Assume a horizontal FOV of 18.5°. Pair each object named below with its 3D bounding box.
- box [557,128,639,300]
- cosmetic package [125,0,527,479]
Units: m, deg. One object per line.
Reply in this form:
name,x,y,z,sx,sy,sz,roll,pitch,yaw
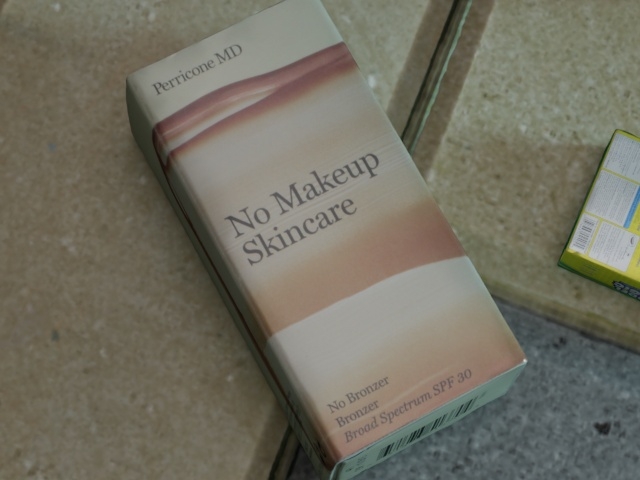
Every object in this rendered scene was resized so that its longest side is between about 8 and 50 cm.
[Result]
box,0.271,0.004,1.394,0.179,0.043,0.105,24,74,6
cosmetic package,0.000,0.000,1.331,0.153,0.129,0.296,-29,78,-10
